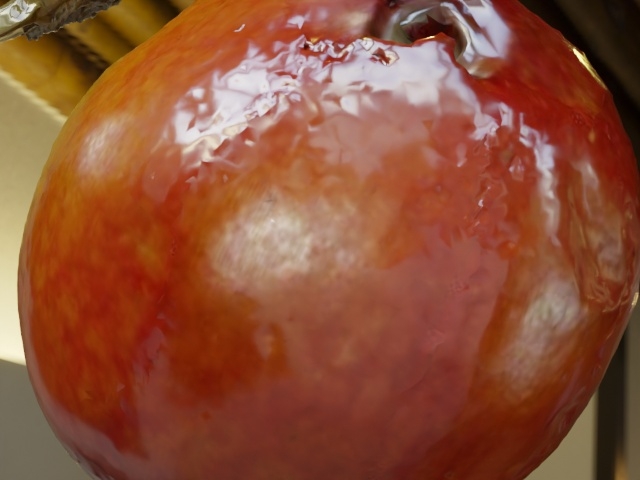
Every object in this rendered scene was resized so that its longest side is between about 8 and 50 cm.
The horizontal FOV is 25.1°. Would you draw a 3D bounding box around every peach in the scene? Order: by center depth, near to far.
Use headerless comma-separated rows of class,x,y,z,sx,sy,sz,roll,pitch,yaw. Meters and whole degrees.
peach,0.000,0.000,0.615,0.238,0.281,0.281,2,-27,-37

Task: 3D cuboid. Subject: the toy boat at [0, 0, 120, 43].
toy boat,-0.088,-0.189,0.760,0.115,0.310,0.089,-26,-77,47
